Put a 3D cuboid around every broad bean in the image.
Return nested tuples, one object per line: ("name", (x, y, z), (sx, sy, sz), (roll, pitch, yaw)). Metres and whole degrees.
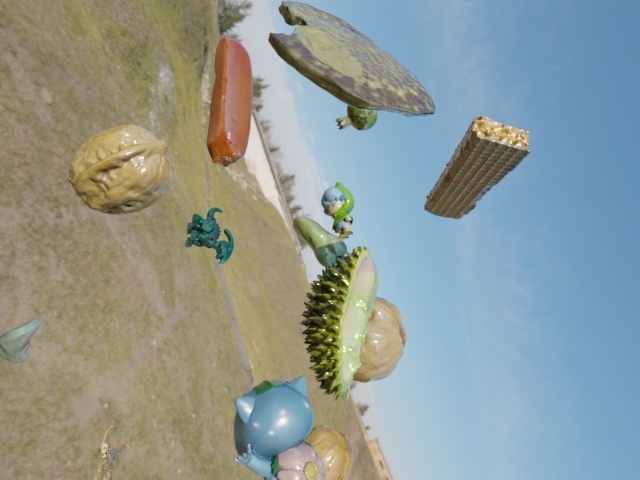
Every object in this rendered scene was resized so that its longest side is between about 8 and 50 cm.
("broad bean", (0.000, 0.000, 1.300), (0.228, 0.100, 0.169), (48, -2, 20))

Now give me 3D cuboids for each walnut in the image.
("walnut", (0.000, 0.673, 1.238), (0.195, 0.221, 0.195), (40, -9, 8))
("walnut", (0.142, 0.373, 1.588), (0.383, 0.384, 0.383), (160, -90, -85))
("walnut", (-0.454, -0.158, 0.944), (0.198, 0.245, 0.198), (58, 13, -21))

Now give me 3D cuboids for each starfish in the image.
("starfish", (-0.647, 0.697, 1.252), (0.247, 0.050, 0.138), (-116, -169, -59))

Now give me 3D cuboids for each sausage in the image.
("sausage", (-0.223, -0.356, 1.034), (0.097, 0.094, 0.348), (19, 71, -55))

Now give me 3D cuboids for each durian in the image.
("durian", (0.057, 0.155, 0.879), (0.158, 0.169, 0.351), (-33, -146, 53))

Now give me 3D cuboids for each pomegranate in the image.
("pomegranate", (0.118, -0.406, 1.337), (0.114, 0.142, 0.114), (61, -4, 7))

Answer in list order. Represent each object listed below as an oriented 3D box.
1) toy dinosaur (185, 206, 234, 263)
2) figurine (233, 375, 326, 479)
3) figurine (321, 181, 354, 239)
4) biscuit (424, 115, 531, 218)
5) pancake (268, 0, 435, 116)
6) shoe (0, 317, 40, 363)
("toy dinosaur", (-0.226, -0.015, 0.854), (0.059, 0.096, 0.132), (-39, -136, 45))
("figurine", (-0.051, 0.272, 0.524), (0.178, 0.114, 0.144), (65, -22, 20))
("figurine", (0.086, -0.134, 1.855), (0.162, 0.143, 0.263), (-52, -135, 52))
("biscuit", (0.278, -0.118, 0.782), (0.378, 0.094, 0.054), (77, 32, -76))
("pancake", (0.041, -0.210, 0.476), (0.029, 0.212, 0.235), (-57, -165, 38))
("shoe", (-0.710, 0.246, 0.962), (0.078, 0.195, 0.079), (62, 29, -8))
